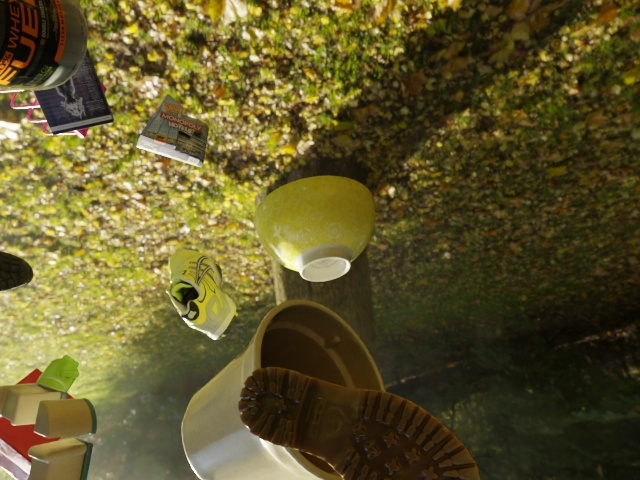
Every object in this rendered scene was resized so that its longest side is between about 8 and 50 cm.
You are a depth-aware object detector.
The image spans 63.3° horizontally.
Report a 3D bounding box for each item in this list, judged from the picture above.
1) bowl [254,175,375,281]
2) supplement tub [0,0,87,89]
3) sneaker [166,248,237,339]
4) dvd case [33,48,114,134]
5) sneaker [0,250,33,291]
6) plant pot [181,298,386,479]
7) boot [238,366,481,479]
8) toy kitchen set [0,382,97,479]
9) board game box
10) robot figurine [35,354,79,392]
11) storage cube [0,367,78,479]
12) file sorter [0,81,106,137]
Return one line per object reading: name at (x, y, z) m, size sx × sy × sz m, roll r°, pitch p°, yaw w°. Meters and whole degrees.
bowl at (0.000, 0.000, 1.189) m, size 0.290 × 0.156 × 0.289 m, roll -9°, pitch 150°, yaw -5°
supplement tub at (-0.512, -0.321, 0.735) m, size 0.207 × 0.207 × 0.338 m, roll -16°, pitch -168°, yaw 13°
sneaker at (-0.366, 0.121, 1.489) m, size 0.145 × 0.385 × 0.147 m, roll -52°, pitch 132°, yaw 2°
dvd case at (-0.661, -0.398, 1.358) m, size 0.165 × 0.018 × 0.221 m, roll -15°, pitch 124°, yaw -8°
sneaker at (-0.875, 0.096, 1.311) m, size 0.284 × 0.107 × 0.124 m, roll -4°, pitch 163°, yaw -15°
plant pot at (-0.090, 0.329, 0.990) m, size 0.305 × 0.333 × 0.334 m, roll -36°, pitch 147°, yaw 30°
boot at (0.032, 0.124, 0.334) m, size 0.158 × 0.059 × 0.085 m, roll 14°, pitch 166°, yaw 36°
toy kitchen set at (-0.375, 0.317, 0.725) m, size 0.166 × 0.207 × 0.122 m, roll 1°, pitch 169°, yaw 36°
board game box at (-0.425, -0.335, 1.541) m, size 0.194 × 0.194 × 0.060 m, roll 16°, pitch 145°, yaw -24°
robot figurine at (-0.582, 0.308, 1.146) m, size 0.101 × 0.115 × 0.067 m, roll -35°, pitch 111°, yaw 20°
storage cube at (-0.784, 0.506, 1.405) m, size 0.183 × 0.193 × 0.215 m, roll -54°, pitch 178°, yaw 39°
file sorter at (-0.845, -0.482, 1.580) m, size 0.182 × 0.202 × 0.290 m, roll 2°, pitch 154°, yaw 17°
